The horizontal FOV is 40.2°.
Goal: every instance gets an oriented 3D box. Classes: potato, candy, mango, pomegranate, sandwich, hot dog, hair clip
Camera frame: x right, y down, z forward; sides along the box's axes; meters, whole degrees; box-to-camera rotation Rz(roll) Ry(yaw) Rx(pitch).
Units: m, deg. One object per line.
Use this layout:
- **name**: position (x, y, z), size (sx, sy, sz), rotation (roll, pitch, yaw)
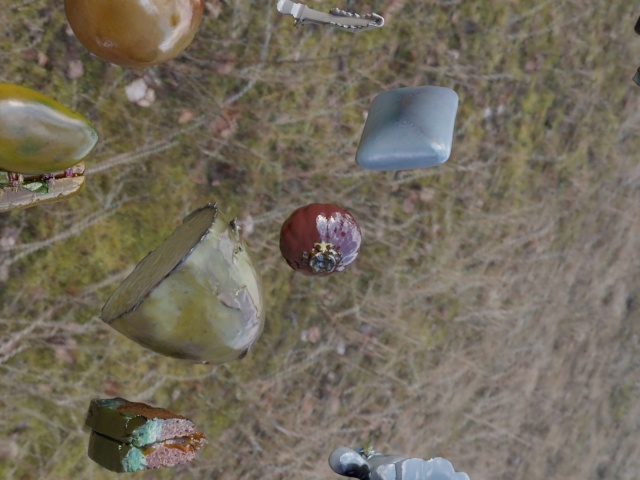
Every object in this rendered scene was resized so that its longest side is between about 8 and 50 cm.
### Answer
- **potato**: position (-0.199, 0.110, 1.539), size (0.301, 0.289, 0.237), rotation (-45, 107, 1)
- **candy**: position (0.130, -0.170, 1.298), size (0.174, 0.138, 0.071), rotation (-72, 154, -47)
- **mango**: position (-0.368, -0.133, 1.091), size (0.163, 0.089, 0.111), rotation (28, 120, -28)
- **pomegranate**: position (-0.272, -0.351, 1.273), size (0.209, 0.209, 0.209), rotation (-40, 143, -39)
- **sandwich**: position (-0.336, 0.361, 1.613), size (0.212, 0.292, 0.109), rotation (19, 79, -44)
- **hot dog**: position (-0.424, -0.089, 1.163), size (0.250, 0.076, 0.104), rotation (-7, 75, -48)
- **hair clip**: position (0.025, -0.421, 1.677), size (0.072, 0.226, 0.034), rotation (36, 71, -64)

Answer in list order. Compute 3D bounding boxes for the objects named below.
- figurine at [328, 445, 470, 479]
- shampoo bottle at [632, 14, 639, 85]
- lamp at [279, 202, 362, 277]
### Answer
- **figurine**: position (0.036, 0.157, 0.537), size (0.094, 0.086, 0.082), rotation (40, 81, -27)
- **shampoo bottle**: position (0.568, -0.385, 1.364), size (0.071, 0.098, 0.309), rotation (-5, 126, -35)
- **lamp**: position (0.000, 0.000, 1.057), size (0.090, 0.101, 0.101), rotation (-97, 180, -46)
